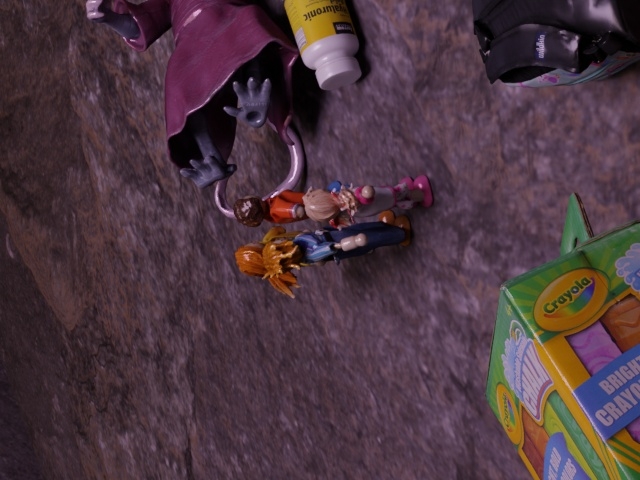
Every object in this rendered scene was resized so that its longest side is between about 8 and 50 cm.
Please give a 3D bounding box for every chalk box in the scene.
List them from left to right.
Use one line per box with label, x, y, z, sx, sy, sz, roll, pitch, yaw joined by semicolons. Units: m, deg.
chalk box;0.232;0.100;0.928;0.180;0.179;0.289;84;160;-55

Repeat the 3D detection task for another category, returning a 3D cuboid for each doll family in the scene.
doll family;0.000;0.000;1.394;0.263;0.163;0.118;-3;96;62

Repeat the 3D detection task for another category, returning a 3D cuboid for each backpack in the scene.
backpack;0.197;-0.182;1.015;0.182;0.115;0.152;151;118;-62

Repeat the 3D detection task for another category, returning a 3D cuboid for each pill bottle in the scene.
pill bottle;0.004;-0.224;1.415;0.065;0.065;0.116;-42;63;59

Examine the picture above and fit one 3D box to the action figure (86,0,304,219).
action figure;-0.113;-0.259;1.572;0.276;0.248;0.370;47;-159;-49
